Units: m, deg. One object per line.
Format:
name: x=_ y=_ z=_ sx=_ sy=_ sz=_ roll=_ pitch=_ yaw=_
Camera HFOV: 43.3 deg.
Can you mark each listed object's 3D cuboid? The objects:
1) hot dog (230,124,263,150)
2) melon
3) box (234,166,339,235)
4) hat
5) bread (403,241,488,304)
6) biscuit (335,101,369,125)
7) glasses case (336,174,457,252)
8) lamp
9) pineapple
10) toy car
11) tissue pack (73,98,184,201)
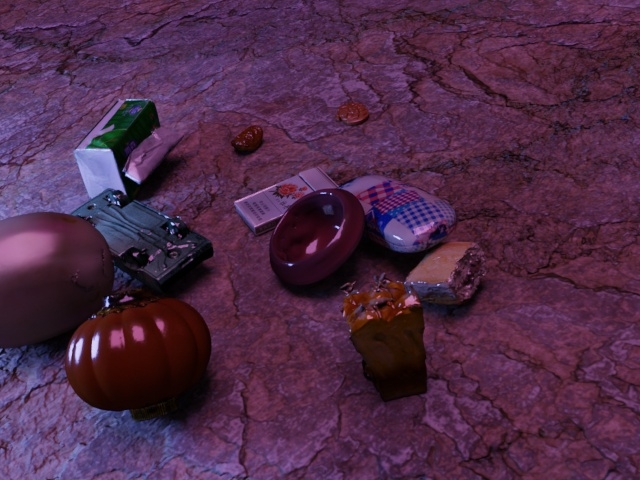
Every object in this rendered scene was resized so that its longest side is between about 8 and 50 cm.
hot dog: x=-0.166 y=-0.229 z=1.834 sx=0.058 sy=0.035 sz=0.083 roll=17 pitch=47 yaw=31
melon: x=-0.509 y=0.069 z=1.394 sx=0.316 sy=0.223 sz=0.223 roll=-16 pitch=38 yaw=-11
box: x=-0.065 y=-0.083 z=1.633 sx=0.198 sy=0.029 sz=0.109 roll=-24 pitch=40 yaw=-16
hat: x=0.000 y=0.000 z=1.452 sx=0.205 sy=0.089 sz=0.206 roll=-22 pitch=44 yaw=23
bread: x=0.213 y=0.058 z=1.344 sx=0.106 sy=0.082 sz=0.125 roll=-9 pitch=29 yaw=46
biscuit: x=0.071 y=-0.296 z=1.877 sx=0.078 sy=0.015 sz=0.091 roll=-20 pitch=39 yaw=-11
glasses case: x=0.123 y=-0.054 z=1.476 sx=0.125 sy=0.076 sz=0.327 roll=-31 pitch=27 yaw=-16
lamp: x=-0.276 y=0.171 z=1.232 sx=0.223 sy=0.197 sz=0.223 roll=-16 pitch=0 yaw=0
pineapple: x=0.101 y=0.145 z=1.217 sx=0.114 sy=0.236 sz=0.186 roll=-14 pitch=77 yaw=3
toy car: x=-0.357 y=0.001 z=1.542 sx=0.320 sy=0.097 sz=0.141 roll=24 pitch=51 yaw=35
tissue pack: x=-0.408 y=-0.194 z=1.757 sx=0.156 sy=0.148 sz=0.209 roll=4 pitch=40 yaw=18
